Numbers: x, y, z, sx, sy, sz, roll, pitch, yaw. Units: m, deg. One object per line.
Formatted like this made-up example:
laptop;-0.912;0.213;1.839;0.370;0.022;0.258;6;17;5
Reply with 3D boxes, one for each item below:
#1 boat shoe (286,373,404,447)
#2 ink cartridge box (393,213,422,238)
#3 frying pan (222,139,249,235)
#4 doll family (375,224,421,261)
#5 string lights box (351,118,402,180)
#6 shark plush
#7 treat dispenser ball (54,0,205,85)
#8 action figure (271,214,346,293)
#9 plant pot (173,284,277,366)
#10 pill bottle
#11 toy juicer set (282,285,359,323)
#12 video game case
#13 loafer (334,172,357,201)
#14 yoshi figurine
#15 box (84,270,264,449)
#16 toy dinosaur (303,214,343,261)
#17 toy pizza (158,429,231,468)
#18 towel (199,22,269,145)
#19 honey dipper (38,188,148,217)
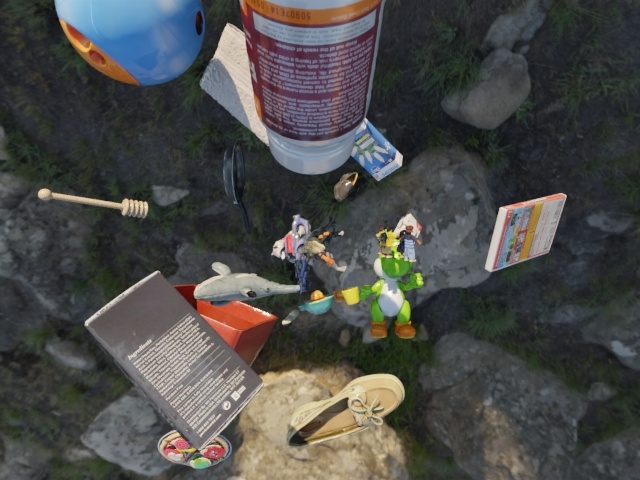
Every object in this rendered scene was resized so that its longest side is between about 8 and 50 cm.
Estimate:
boat shoe;0.057;0.391;0.915;0.285;0.089;0.104;-30;92;13
ink cartridge box;0.406;-0.042;1.909;0.099;0.135;0.056;46;143;-17
frying pan;-0.267;-0.179;1.332;0.053;0.197;0.326;1;150;-1
doll family;0.241;0.000;1.289;0.193;0.076;0.111;8;101;40
string lights box;0.208;-0.382;1.709;0.260;0.076;0.133;39;132;-23
shark plush;-0.117;0.087;0.658;0.162;0.067;0.073;14;93;-12
treat dispenser ball;-0.395;-0.481;0.870;0.289;0.288;0.288;7;131;8
action figure;-0.056;0.076;1.803;0.331;0.340;0.178;9;163;-20
plant pot;-0.300;0.268;1.022;0.268;0.267;0.235;18;90;13
pill bottle;-0.016;-0.313;0.732;0.224;0.223;0.392;11;151;5
toy juicer set;-0.017;0.246;1.667;0.329;0.209;0.089;-16;90;-12
video game case;0.625;-0.026;1.245;0.286;0.025;0.203;-13;120;-28
loafer;0.102;-0.221;1.650;0.061;0.170;0.062;-25;121;41
yoshi figurine;0.256;0.167;1.461;0.203;0.204;0.361;-1;90;48
box;-0.197;0.167;0.557;0.207;0.108;0.153;46;149;4
toy dinosaur;0.000;0.000;1.083;0.118;0.268;0.064;-42;87;-6
toy pizza;-0.351;0.587;1.142;0.202;0.032;0.201;-2;126;-3
towel;-0.174;-0.392;1.063;0.282;0.049;0.187;40;119;0
honey dipper;-0.372;-0.061;0.680;0.161;0.030;0.030;7;145;-42
